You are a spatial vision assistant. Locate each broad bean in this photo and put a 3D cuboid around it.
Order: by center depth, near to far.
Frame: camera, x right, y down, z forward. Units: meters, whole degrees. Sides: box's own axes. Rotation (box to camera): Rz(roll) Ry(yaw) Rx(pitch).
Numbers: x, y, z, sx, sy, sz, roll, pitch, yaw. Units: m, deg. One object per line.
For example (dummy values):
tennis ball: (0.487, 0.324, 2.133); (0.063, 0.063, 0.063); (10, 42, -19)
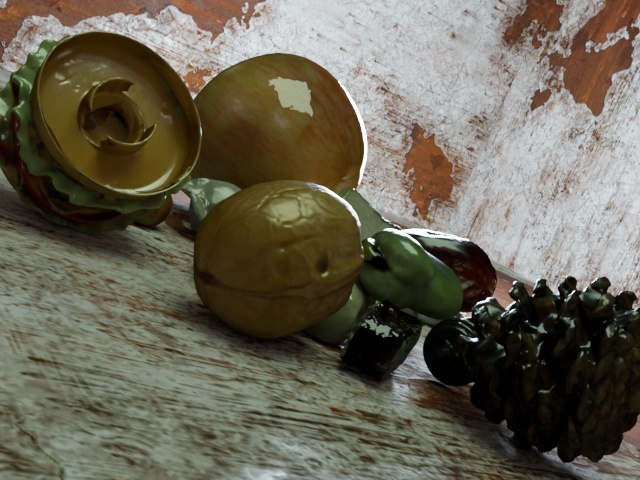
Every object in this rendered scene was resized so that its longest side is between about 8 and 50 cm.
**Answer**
broad bean: (0.129, 0.049, 1.279); (0.228, 0.100, 0.169); (32, 13, -44)

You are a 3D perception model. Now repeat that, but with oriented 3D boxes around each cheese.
cheese: (-0.054, 0.054, 1.250); (0.263, 0.093, 0.159); (25, 6, 8)

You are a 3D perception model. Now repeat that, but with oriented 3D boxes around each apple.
apple: (-0.288, -0.061, 1.438); (0.084, 0.071, 0.084); (27, 0, 0)
apple: (-0.089, -0.178, 1.730); (0.346, 0.391, 0.391); (45, 13, 15)

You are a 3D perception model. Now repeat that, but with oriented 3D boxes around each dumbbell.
dumbbell: (0.211, 0.162, 1.269); (0.099, 0.099, 0.208); (27, 8, 27)

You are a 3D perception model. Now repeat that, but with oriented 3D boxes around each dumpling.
dumpling: (-0.173, -0.037, 1.523); (0.188, 0.108, 0.127); (35, 26, -34)

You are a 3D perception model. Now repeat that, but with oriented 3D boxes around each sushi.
sushi: (0.079, 0.130, 1.131); (0.078, 0.090, 0.150); (34, 15, 11)

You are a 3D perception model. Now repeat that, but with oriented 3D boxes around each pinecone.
pinecone: (0.293, 0.154, 1.079); (0.257, 0.243, 0.243); (14, 5, 13)

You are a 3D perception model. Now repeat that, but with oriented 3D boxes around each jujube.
jujube: (0.239, 0.062, 1.770); (0.243, 0.183, 0.183); (22, 7, -13)

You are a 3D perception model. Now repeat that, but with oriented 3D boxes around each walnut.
walnut: (-0.048, 0.023, 1.069); (0.226, 0.193, 0.193); (-3, 23, -39)

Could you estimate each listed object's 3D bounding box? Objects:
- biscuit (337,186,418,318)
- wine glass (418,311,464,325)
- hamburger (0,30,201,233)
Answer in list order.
biscuit: (0.093, 0.038, 1.377); (0.040, 0.265, 0.188); (-22, 5, 40)
wine glass: (0.250, 0.147, 1.645); (0.198, 0.066, 0.066); (23, 7, -8)
hamburger: (-0.323, -0.144, 1.218); (0.274, 0.274, 0.212); (18, -26, -34)
